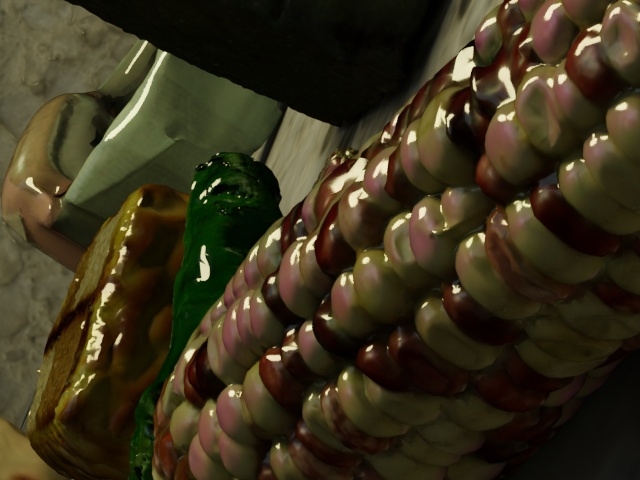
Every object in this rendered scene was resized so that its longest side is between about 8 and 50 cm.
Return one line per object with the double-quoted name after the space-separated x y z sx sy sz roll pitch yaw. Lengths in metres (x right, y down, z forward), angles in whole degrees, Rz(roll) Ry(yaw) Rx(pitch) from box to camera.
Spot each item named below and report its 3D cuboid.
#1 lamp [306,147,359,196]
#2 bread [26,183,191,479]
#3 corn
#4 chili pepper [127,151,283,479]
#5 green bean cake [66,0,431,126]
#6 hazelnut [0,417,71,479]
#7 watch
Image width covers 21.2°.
0.000 0.000 0.774 0.083 0.031 0.063 124 166 -62 "lamp"
-0.107 0.059 1.023 0.222 0.096 0.181 147 142 -72 "bread"
0.037 0.010 0.411 0.280 0.092 0.092 -47 22 50 "corn"
-0.053 0.051 0.847 0.224 0.061 0.098 -83 4 -47 "chili pepper"
-0.037 -0.139 0.849 0.181 0.173 0.094 168 126 -79 "green bean cake"
-0.279 0.258 1.205 0.261 0.241 0.261 -38 7 5 "hazelnut"
-0.098 -0.103 1.245 0.241 0.161 0.253 -50 19 21 "watch"
